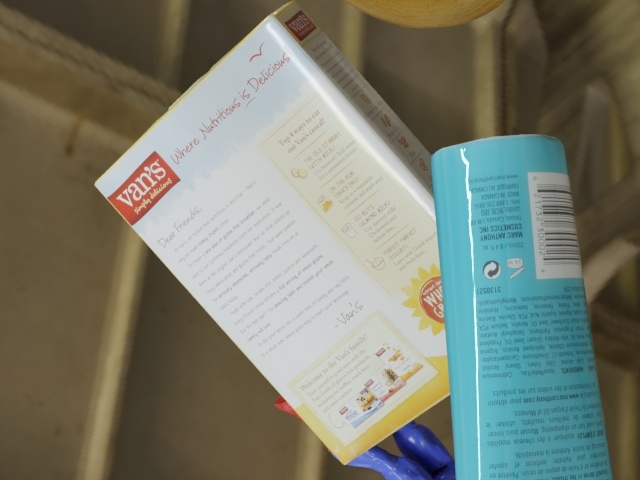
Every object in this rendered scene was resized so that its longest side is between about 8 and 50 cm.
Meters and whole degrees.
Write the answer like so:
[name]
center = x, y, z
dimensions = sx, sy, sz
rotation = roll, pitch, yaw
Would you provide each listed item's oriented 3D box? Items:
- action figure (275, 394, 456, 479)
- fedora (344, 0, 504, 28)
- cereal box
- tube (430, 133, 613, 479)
[action figure]
center = 0.113, 0.177, 1.083
dimensions = 0.280, 0.139, 0.091
rotation = 44, -136, -12
[fedora]
center = 0.041, -0.202, 0.704
dimensions = 0.194, 0.194, 0.079
rotation = 48, -120, -1
[cereal box]
center = 0.000, 0.000, 0.839
dimensions = 0.240, 0.173, 0.047
rotation = 50, -149, -4
[tube]
center = 0.079, 0.065, 0.530
dimensions = 0.080, 0.052, 0.207
rotation = -3, -99, -18
